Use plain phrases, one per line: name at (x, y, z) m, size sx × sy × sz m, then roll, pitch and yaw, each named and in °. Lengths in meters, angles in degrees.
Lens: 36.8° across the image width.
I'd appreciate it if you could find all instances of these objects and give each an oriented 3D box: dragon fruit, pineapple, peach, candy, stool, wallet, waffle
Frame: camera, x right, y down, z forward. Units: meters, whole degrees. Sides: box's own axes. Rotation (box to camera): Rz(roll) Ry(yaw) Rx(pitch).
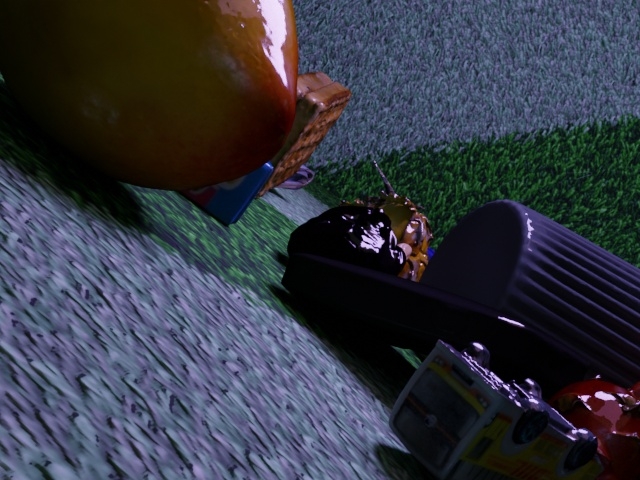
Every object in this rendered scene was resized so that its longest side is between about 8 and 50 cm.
dragon fruit at (0.310, 0.195, 1.013) m, size 0.125 × 0.246 × 0.125 m, roll 48°, pitch -24°, yaw 33°
pineapple at (0.122, 0.016, 1.524) m, size 0.161 × 0.158 × 0.334 m, roll 39°, pitch 8°, yaw -21°
peach at (-0.163, -0.185, 0.929) m, size 0.308 × 0.288 × 0.289 m, roll 65°, pitch 8°, yaw 3°
candy at (-0.210, -0.154, 1.214) m, size 0.305 × 0.100 × 0.157 m, roll 37°, pitch 5°, yaw -15°
stool at (0.325, 0.129, 1.369) m, size 0.330 × 0.297 × 0.297 m, roll 30°, pitch 8°, yaw -20°
wallet at (-0.140, -0.178, 1.994) m, size 0.170 × 0.069 × 0.231 m, roll 5°, pitch 26°, yaw -46°
waffle at (-0.054, -0.201, 1.753) m, size 0.091 × 0.213 × 0.308 m, roll 38°, pitch 18°, yaw 3°

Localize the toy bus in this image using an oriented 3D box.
toy bus at (0.158, 0.171, 0.832) m, size 0.092 × 0.106 × 0.268 m, roll 42°, pitch 5°, yaw 39°

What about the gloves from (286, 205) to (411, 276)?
gloves at (0.043, 0.008, 1.321) m, size 0.164 × 0.124 × 0.203 m, roll 14°, pitch 20°, yaw 5°

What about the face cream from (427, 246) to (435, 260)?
face cream at (0.224, 0.106, 1.748) m, size 0.206 × 0.111 × 0.206 m, roll 37°, pitch 7°, yaw -5°

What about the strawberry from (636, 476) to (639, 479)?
strawberry at (0.446, 0.284, 1.146) m, size 0.239 × 0.250 × 0.288 m, roll 54°, pitch -19°, yaw 31°

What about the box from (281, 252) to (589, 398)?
box at (0.132, 0.096, 1.073) m, size 0.290 × 0.073 × 0.289 m, roll 17°, pitch -6°, yaw 31°
